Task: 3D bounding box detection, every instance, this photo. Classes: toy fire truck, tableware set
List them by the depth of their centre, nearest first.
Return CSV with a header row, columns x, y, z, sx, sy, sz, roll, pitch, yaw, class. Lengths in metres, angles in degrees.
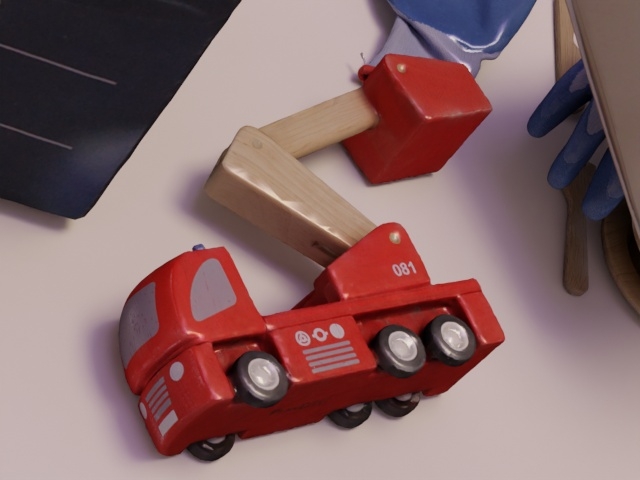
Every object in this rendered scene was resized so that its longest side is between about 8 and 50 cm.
x,y,z,sx,sy,sz,roll,pitch,yaw,class
0.000,0.000,0.660,0.192,0.047,0.135,-8,62,-38,toy fire truck
0.172,-0.036,0.814,0.128,0.039,0.194,22,47,-19,tableware set

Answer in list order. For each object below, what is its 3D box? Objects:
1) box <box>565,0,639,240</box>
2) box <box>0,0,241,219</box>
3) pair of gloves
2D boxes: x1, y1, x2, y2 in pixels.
x,y,z,sx,sy,sz,roll,pitch,yaw,class
0.258,-0.081,0.759,0.311,0.148,0.121,-5,77,-47,box
-0.119,-0.228,0.501,0.293,0.395,0.212,17,49,-23,box
0.104,-0.091,0.795,0.198,0.023,0.159,26,54,3,pair of gloves
